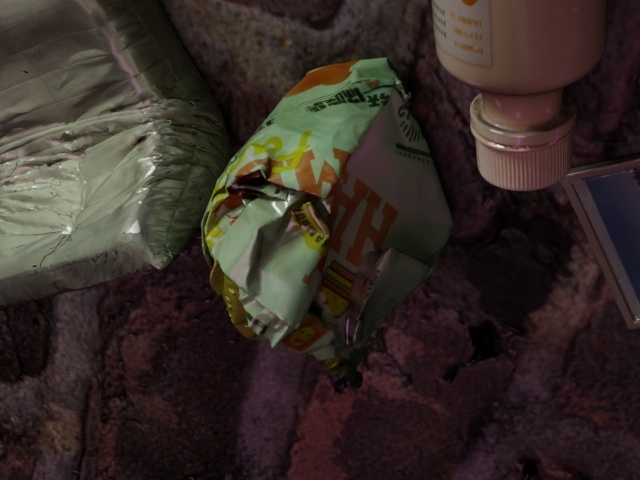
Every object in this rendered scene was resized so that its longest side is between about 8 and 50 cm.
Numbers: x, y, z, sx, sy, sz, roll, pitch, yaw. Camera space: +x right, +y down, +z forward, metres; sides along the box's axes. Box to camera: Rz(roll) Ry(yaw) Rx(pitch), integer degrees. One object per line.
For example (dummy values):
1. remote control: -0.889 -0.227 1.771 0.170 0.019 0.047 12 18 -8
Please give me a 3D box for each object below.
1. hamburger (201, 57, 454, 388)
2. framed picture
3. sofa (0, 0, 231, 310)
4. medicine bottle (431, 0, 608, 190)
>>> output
1. hamburger: 0.002 0.003 0.995 0.125 0.214 0.235 16 137 27
2. framed picture: 0.254 -0.001 1.007 0.109 0.011 0.149 -14 119 31
3. sofa: -0.209 -0.087 1.035 0.210 0.176 0.225 -11 120 31
4. medicine bottle: 0.129 -0.151 0.878 0.114 0.114 0.252 6 128 20
